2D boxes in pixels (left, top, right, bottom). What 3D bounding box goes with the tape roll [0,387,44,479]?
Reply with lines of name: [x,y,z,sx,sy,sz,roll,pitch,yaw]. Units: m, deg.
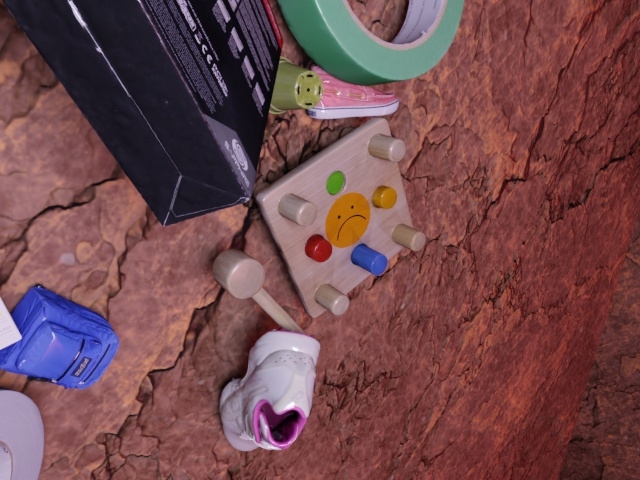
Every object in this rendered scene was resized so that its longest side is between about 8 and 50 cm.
tape roll: [-0.396,0.261,0.550,0.219,0.072,0.219,9,90,-81]

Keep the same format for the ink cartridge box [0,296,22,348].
ink cartridge box: [-0.390,0.050,0.537,0.092,0.090,0.143,-29,125,-30]

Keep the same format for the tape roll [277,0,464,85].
tape roll: [0.079,-0.388,0.748,0.321,0.077,0.321,-7,101,-39]

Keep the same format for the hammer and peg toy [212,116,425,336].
hammer and peg toy: [0.000,0.000,0.843,0.361,0.127,0.266,-37,128,-21]

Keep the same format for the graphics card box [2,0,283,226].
graphics card box: [-0.129,-0.218,0.505,0.094,0.371,0.233,-15,129,13]

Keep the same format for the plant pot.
plant pot: [-0.039,-0.218,0.749,0.083,0.079,0.083,-17,117,-36]

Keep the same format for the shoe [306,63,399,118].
shoe: [0.058,-0.243,0.836,0.178,0.063,0.081,-14,120,-32]

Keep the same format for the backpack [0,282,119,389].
backpack: [-0.311,0.131,0.637,0.098,0.101,0.120,-53,137,-3]

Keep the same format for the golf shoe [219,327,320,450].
golf shoe: [-0.089,0.266,0.803,0.115,0.140,0.306,11,132,-16]
